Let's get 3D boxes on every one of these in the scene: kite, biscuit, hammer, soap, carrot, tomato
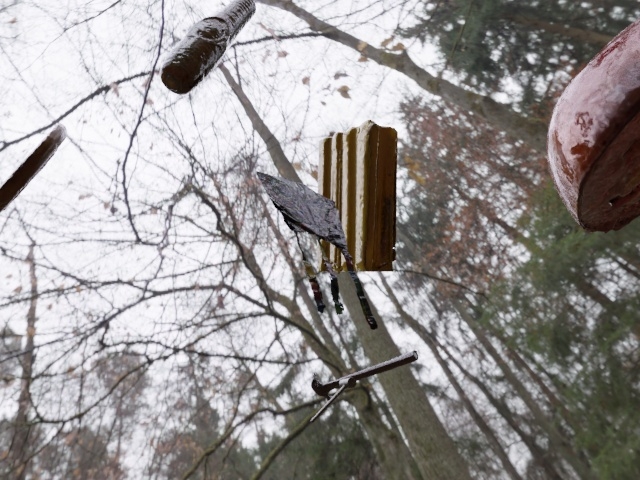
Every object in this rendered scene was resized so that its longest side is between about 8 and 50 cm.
[{"bbox_3d":[0.000,0.000,0.646,0.152,0.286,0.015,17,-54,-34],"label":"kite"},{"bbox_3d":[-0.597,-0.133,0.931,0.262,0.262,0.037,-42,-59,8],"label":"biscuit"},{"bbox_3d":[0.106,0.326,1.132,0.297,0.027,0.125,-26,-59,25],"label":"hammer"},{"bbox_3d":[0.021,0.291,0.841,0.110,0.035,0.019,-39,-90,-33],"label":"hammer"},{"bbox_3d":[0.080,-0.084,1.036,0.096,0.204,0.325,4,-94,-32],"label":"soap"},{"bbox_3d":[-0.174,-0.356,0.792,0.070,0.343,0.070,10,-42,10],"label":"carrot"},{"bbox_3d":[0.402,-0.171,0.554,0.338,0.144,0.338,-20,-35,-15],"label":"tomato"}]
